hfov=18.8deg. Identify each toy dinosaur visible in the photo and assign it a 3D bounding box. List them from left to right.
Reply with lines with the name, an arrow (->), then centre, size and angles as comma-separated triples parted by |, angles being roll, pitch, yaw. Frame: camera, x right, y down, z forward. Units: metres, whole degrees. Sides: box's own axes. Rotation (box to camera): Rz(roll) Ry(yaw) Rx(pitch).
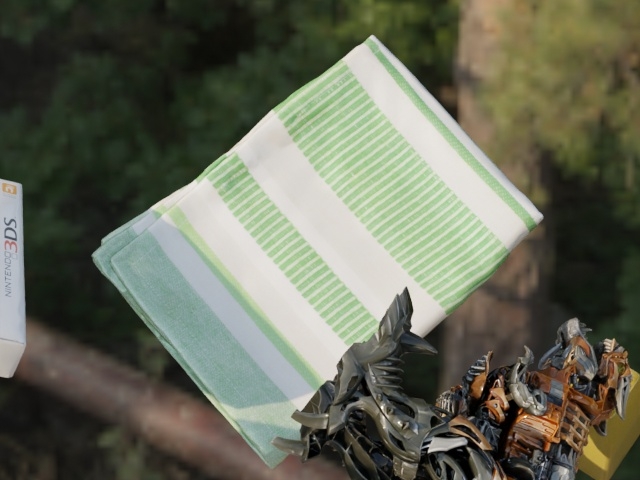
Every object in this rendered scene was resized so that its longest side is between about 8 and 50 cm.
toy dinosaur -> 0.094, 0.159, 1.376 | 0.218, 0.164, 0.322 | 42, 42, 5

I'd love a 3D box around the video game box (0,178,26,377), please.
video game box -> -0.332, 0.008, 1.504 | 0.205, 0.048, 0.187 | 13, 38, -22

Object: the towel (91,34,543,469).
towel -> 0.000, 0.000, 1.669 | 0.325, 0.248, 0.038 | -40, -12, -13

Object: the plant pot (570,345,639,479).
plant pot -> 0.222, 0.131, 1.566 | 0.081, 0.083, 0.081 | 31, 65, 17
